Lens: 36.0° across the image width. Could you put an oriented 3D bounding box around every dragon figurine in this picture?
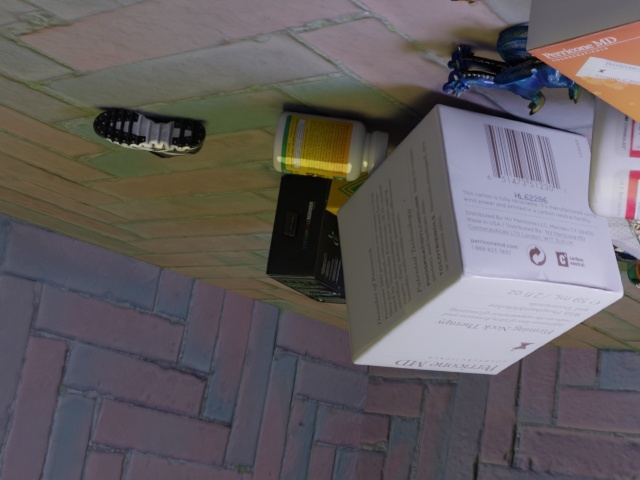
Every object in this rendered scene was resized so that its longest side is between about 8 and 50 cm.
[{"bbox_3d":[0.300,-0.252,1.415,0.144,0.085,0.289,17,166,-30],"label":"dragon figurine"}]

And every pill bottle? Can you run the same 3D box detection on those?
[{"bbox_3d":[0.022,-0.174,1.856,0.208,0.118,0.117,8,167,4],"label":"pill bottle"},{"bbox_3d":[0.600,-0.132,1.406,0.407,0.229,0.229,5,166,17],"label":"pill bottle"}]

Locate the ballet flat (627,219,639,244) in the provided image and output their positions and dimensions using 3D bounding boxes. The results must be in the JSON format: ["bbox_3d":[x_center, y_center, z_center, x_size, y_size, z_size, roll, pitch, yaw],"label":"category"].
[{"bbox_3d":[0.588,-0.057,1.768,0.091,0.241,0.077,-12,159,-38],"label":"ballet flat"}]

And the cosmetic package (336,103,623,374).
[{"bbox_3d":[0.267,0.017,1.773,0.329,0.327,0.394,7,151,-24],"label":"cosmetic package"}]

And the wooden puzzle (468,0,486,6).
[{"bbox_3d":[0.195,-0.334,1.314,0.049,0.006,0.083,5,166,17],"label":"wooden puzzle"}]

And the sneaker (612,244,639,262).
[{"bbox_3d":[0.682,0.022,2.389,0.170,0.051,0.089,14,167,-1],"label":"sneaker"}]

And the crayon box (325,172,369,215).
[{"bbox_3d":[0.238,-0.058,2.218,0.313,0.106,0.363,1,164,31],"label":"crayon box"}]

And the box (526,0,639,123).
[{"bbox_3d":[0.435,-0.252,1.148,0.345,0.168,0.215,20,163,-38],"label":"box"}]

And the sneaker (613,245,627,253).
[{"bbox_3d":[0.739,0.009,2.260,0.084,0.058,0.152,15,171,-1],"label":"sneaker"}]

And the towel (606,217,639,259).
[{"bbox_3d":[0.698,-0.050,1.961,0.317,0.053,0.332,-18,152,40],"label":"towel"}]

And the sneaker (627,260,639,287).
[{"bbox_3d":[0.831,0.093,2.422,0.108,0.121,0.302,10,167,-1],"label":"sneaker"}]

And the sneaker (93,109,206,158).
[{"bbox_3d":[-0.350,-0.212,2.035,0.234,0.078,0.106,7,164,0],"label":"sneaker"}]

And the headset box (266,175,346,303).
[{"bbox_3d":[0.000,0.000,2.317,0.131,0.246,0.283,2,165,27],"label":"headset box"}]
